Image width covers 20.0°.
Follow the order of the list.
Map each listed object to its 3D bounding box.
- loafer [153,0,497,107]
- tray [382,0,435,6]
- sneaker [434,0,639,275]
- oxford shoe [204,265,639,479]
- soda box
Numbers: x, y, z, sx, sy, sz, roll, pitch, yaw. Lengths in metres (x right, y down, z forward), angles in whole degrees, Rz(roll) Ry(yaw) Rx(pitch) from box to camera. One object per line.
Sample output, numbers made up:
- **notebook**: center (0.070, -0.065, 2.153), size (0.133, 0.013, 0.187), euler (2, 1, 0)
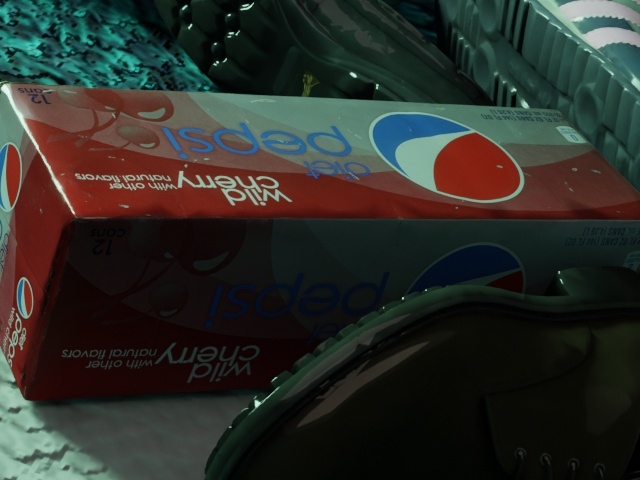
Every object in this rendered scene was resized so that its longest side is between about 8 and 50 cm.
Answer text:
- **loafer**: center (0.001, -0.091, 0.875), size (0.223, 0.076, 0.078), euler (42, 31, 23)
- **tray**: center (-0.049, -0.205, 1.036), size (0.270, 0.030, 0.145), euler (40, 21, 28)
- **sneaker**: center (0.165, -0.064, 0.874), size (0.131, 0.112, 0.319), euler (-6, 40, -18)
- **oxford shoe**: center (0.063, 0.070, 0.653), size (0.227, 0.083, 0.096), euler (-10, 53, -36)
- **soda box**: center (0.000, 0.000, 0.717), size (0.263, 0.083, 0.092), euler (0, 36, -31)
